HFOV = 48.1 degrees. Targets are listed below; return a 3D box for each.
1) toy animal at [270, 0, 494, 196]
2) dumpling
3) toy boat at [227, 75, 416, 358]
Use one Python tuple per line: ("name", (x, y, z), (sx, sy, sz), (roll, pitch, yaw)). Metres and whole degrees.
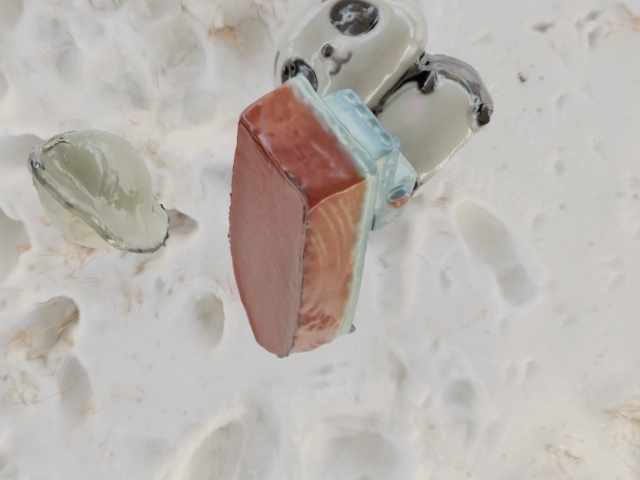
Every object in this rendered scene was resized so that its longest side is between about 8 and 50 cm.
("toy animal", (0.056, -0.166, 0.786), (0.235, 0.165, 0.187), (42, 102, -12))
("dumpling", (-0.265, -0.046, 0.889), (0.172, 0.247, 0.142), (43, 101, 8))
("toy boat", (0.000, 0.000, 0.667), (0.133, 0.331, 0.145), (-26, 62, -24))
